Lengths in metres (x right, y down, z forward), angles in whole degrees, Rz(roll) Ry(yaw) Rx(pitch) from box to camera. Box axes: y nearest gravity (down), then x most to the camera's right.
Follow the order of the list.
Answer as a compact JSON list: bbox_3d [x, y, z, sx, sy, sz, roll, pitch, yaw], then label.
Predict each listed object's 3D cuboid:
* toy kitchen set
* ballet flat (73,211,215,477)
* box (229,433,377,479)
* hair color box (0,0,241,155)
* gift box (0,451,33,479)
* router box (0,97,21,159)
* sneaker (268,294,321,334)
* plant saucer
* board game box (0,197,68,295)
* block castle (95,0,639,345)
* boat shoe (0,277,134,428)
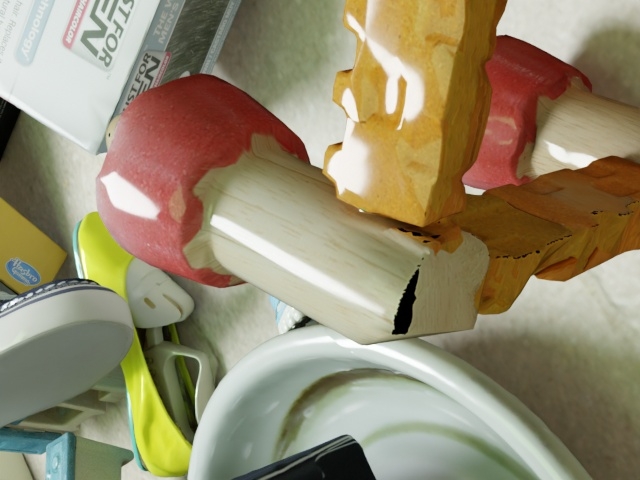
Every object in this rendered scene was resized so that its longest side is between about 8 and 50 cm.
[{"bbox_3d":[-0.264,0.196,1.033,0.207,0.122,0.166,-35,50,46],"label":"toy kitchen set"},{"bbox_3d":[-0.132,0.082,0.951,0.077,0.077,0.231,-11,98,26],"label":"ballet flat"},{"bbox_3d":[-0.152,0.305,0.724,0.395,0.293,0.212,-32,79,46],"label":"box"},{"bbox_3d":[-0.235,-0.231,0.819,0.374,0.113,0.185,32,109,17],"label":"hair color box"},{"bbox_3d":[-0.409,0.382,1.197,0.276,0.255,0.258,-39,72,39],"label":"gift box"},{"bbox_3d":[-0.337,-0.245,1.040,0.243,0.081,0.309,53,134,19],"label":"router box"},{"bbox_3d":[0.000,0.000,0.785,0.073,0.063,0.162,58,135,20],"label":"sneaker"},{"bbox_3d":[0.074,0.238,0.756,0.400,0.100,0.400,17,114,43],"label":"plant saucer"},{"bbox_3d":[-0.421,-0.045,1.069,0.242,0.064,0.316,-9,135,47],"label":"board game box"},{"bbox_3d":[0.070,-0.206,0.471,0.213,0.303,0.453,26,119,39],"label":"block castle"},{"bbox_3d":[-0.289,0.072,0.955,0.340,0.127,0.158,-31,61,31],"label":"boat shoe"}]
